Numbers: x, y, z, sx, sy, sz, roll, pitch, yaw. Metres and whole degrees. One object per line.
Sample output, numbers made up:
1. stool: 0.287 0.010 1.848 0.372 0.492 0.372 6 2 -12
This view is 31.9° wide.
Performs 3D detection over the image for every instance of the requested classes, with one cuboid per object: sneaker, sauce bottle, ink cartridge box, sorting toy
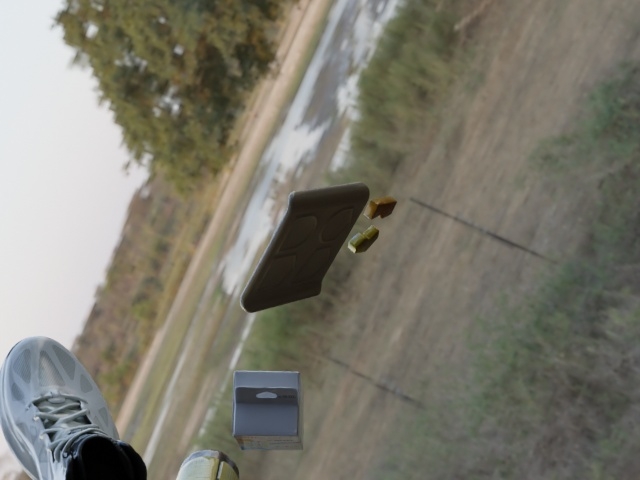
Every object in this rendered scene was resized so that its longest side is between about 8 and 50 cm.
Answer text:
1. sneaker: -0.334 0.283 1.605 0.447 0.169 0.257 62 146 27
2. sauce bottle: -0.194 0.451 1.749 0.344 0.111 0.111 -80 15 -73
3. ink cartridge box: -0.071 0.234 1.541 0.143 0.092 0.090 82 -172 -71
4. sorting toy: 0.000 0.000 1.903 0.307 0.041 0.229 -12 -46 -51
